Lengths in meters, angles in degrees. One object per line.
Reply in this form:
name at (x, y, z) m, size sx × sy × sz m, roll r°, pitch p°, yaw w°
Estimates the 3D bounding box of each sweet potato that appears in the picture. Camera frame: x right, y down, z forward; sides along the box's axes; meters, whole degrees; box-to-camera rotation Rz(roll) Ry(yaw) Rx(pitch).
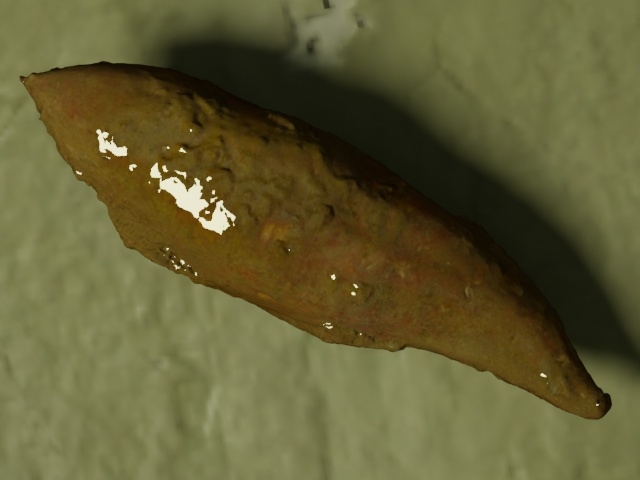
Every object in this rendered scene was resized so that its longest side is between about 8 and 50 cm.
sweet potato at (0.000, 0.000, 0.537) m, size 0.205 × 0.060 × 0.068 m, roll 27°, pitch 126°, yaw 2°
